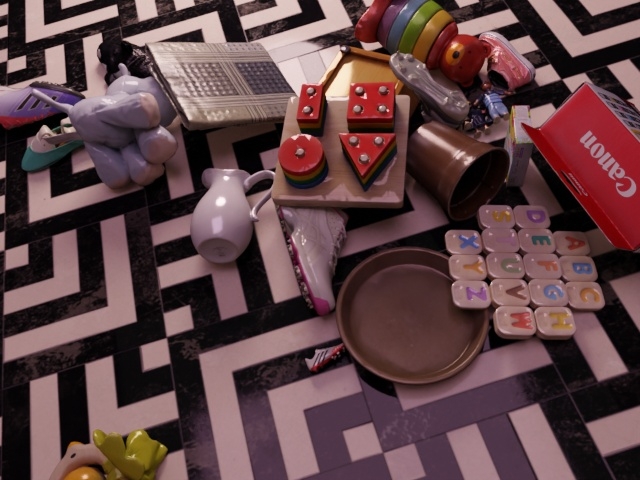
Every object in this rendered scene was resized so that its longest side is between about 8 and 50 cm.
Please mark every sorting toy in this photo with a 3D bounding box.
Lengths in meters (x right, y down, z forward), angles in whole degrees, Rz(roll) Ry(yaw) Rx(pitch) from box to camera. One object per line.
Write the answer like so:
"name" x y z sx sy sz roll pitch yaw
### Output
"sorting toy" 0.040 -0.198 1.163 0.257 0.089 0.255 2 64 11

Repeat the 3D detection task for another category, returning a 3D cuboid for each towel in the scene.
"towel" -0.223 -0.366 1.397 0.324 0.056 0.312 -11 55 -32

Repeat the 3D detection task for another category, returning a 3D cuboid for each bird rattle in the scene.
"bird rattle" -0.368 0.437 0.983 0.207 0.143 0.253 5 72 25

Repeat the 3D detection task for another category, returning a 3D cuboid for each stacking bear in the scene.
"stacking bear" 0.256 -0.477 1.396 0.289 0.164 0.175 36 107 14

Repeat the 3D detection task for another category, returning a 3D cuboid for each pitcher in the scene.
"pitcher" -0.175 -0.062 1.226 0.178 0.125 0.207 -10 48 13

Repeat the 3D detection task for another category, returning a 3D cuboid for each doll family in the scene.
"doll family" 0.330 -0.289 1.321 0.193 0.076 0.111 -10 54 -3

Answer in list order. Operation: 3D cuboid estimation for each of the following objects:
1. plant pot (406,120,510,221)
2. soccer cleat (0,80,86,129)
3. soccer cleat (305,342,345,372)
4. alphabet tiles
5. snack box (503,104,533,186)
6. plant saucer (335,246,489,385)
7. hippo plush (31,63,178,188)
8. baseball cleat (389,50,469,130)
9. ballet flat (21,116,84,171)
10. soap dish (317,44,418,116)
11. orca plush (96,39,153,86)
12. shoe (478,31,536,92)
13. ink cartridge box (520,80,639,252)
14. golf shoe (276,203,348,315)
"plant pot" 0.264 -0.153 1.200 0.167 0.167 0.165 -36 53 -13
"soccer cleat" -0.753 -0.336 1.508 0.319 0.108 0.116 1 81 6
"soccer cleat" 0.010 0.209 1.090 0.083 0.029 0.035 -36 65 -8
"alphabet tiles" 0.379 0.051 1.106 0.278 0.021 0.284 2 57 -1
"snack box" 0.401 -0.190 1.204 0.037 0.141 0.100 1 59 10
"plant saucer" 0.167 0.137 1.094 0.278 0.041 0.277 -2 58 3
"hippo plush" -0.451 -0.270 1.383 0.295 0.234 0.236 4 34 5
"baseball cleat" 0.218 -0.307 1.256 0.072 0.109 0.206 -38 74 -25
"ballet flat" -0.626 -0.256 1.435 0.247 0.087 0.083 -28 59 -8
"soap dish" 0.087 -0.306 1.337 0.229 0.118 0.290 20 63 20
"orca plush" -0.496 -0.460 1.530 0.151 0.102 0.287 -33 60 -11
"shoe" 0.414 -0.420 1.387 0.081 0.063 0.178 -30 63 -15
"ink cartridge box" 0.552 -0.129 1.069 0.272 0.130 0.309 4 48 -39
"golf shoe" 0.000 0.000 1.172 0.140 0.115 0.306 -14 59 -4
